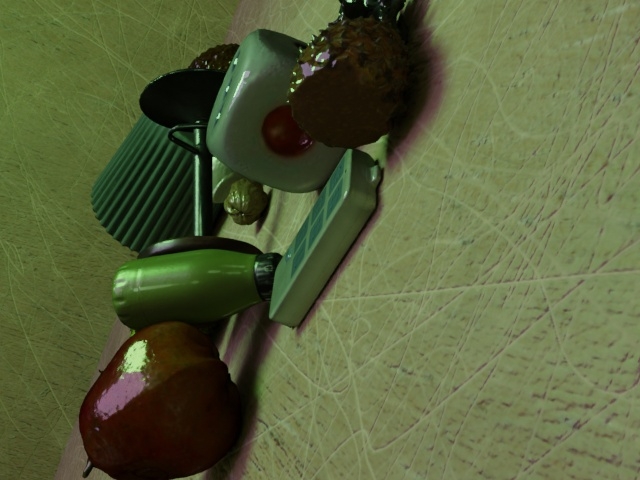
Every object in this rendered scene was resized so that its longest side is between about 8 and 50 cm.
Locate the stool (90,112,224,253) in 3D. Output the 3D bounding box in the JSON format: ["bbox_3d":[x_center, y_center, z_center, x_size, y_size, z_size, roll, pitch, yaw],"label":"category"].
[{"bbox_3d":[-0.329,-0.166,2.170,0.330,0.297,0.297,-52,22,34],"label":"stool"}]

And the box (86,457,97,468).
[{"bbox_3d":[-0.345,0.332,1.800,0.273,0.143,0.184,-138,70,-75],"label":"box"}]

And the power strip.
[{"bbox_3d":[0.000,0.000,1.254,0.118,0.046,0.270,-89,25,-51],"label":"power strip"}]

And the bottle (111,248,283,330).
[{"bbox_3d":[-0.178,0.069,1.421,0.112,0.260,0.112,-8,-90,-74],"label":"bottle"}]

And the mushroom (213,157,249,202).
[{"bbox_3d":[-0.145,-0.231,1.905,0.350,0.128,0.128,-68,15,-8],"label":"mushroom"}]

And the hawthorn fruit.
[{"bbox_3d":[-0.247,0.253,1.371,0.261,0.224,0.224,-31,13,-8],"label":"hawthorn fruit"}]

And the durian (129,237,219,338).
[{"bbox_3d":[-0.265,0.109,1.766,0.237,0.177,0.200,120,154,-45],"label":"durian"}]

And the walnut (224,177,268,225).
[{"bbox_3d":[-0.139,-0.073,1.761,0.096,0.083,0.079,-78,-13,-54],"label":"walnut"}]

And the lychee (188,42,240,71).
[{"bbox_3d":[-0.254,-0.389,2.367,0.238,0.200,0.200,-51,6,-27],"label":"lychee"}]

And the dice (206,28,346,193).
[{"bbox_3d":[-0.055,-0.195,1.423,0.192,0.194,0.193,-99,32,-63],"label":"dice"}]

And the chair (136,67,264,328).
[{"bbox_3d":[-0.201,-0.065,1.603,0.226,0.227,0.401,139,133,-59],"label":"chair"}]

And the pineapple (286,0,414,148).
[{"bbox_3d":[0.058,-0.267,1.266,0.165,0.165,0.364,-56,12,39],"label":"pineapple"}]
